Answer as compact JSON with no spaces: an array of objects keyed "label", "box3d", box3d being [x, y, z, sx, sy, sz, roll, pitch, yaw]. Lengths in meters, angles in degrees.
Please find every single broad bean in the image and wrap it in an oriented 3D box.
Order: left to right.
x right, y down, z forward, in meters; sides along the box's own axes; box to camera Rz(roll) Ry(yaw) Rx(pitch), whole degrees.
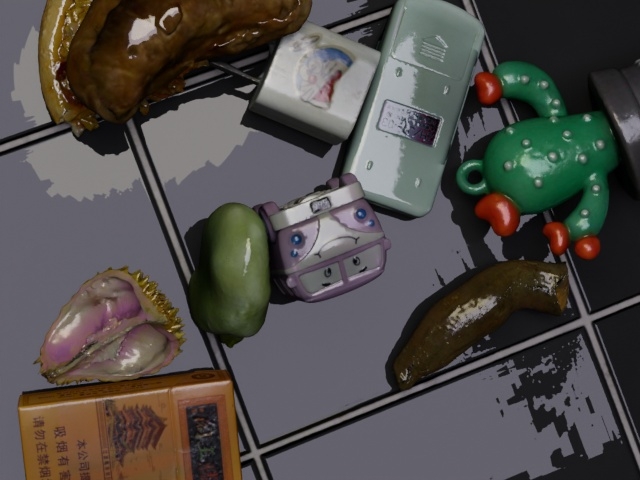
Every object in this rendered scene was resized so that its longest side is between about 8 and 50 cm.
[{"label":"broad bean","box3d":[-0.113,0.050,1.832,0.100,0.228,0.169,-9,45,-13]}]

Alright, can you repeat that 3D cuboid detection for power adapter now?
[{"label":"power adapter","box3d":[-0.042,-0.224,1.901,0.205,0.125,0.130,21,84,-9]}]

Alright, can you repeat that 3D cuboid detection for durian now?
[{"label":"durian","box3d":[-0.264,0.115,1.839,0.165,0.132,0.182,33,114,9]}]

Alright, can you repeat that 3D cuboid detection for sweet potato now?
[{"label":"sweet potato","box3d":[0.217,0.108,1.946,0.286,0.085,0.112,-33,97,-9]}]

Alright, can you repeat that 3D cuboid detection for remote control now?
[{"label":"remote control","box3d":[0.124,-0.187,1.962,0.140,0.056,0.296,18,83,-10]}]

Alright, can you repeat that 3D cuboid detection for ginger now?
[{"label":"ginger","box3d":[-0.176,-0.278,1.784,0.321,0.165,0.172,-30,80,-10]}]

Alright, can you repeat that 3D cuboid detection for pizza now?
[{"label":"pizza","box3d":[-0.254,-0.270,1.891,0.228,0.081,0.289,17,83,-8]}]

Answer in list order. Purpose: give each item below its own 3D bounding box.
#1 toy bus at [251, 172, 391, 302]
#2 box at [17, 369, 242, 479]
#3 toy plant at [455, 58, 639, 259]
[{"label":"toy bus","box3d":[0.000,0.000,1.857,0.142,0.202,0.142,-20,93,-10]},{"label":"box","box3d":[-0.242,0.271,1.851,0.274,0.076,0.174,-6,100,-10]},{"label":"toy plant","box3d":[0.374,-0.143,1.943,0.400,0.185,0.279,-23,97,6]}]
